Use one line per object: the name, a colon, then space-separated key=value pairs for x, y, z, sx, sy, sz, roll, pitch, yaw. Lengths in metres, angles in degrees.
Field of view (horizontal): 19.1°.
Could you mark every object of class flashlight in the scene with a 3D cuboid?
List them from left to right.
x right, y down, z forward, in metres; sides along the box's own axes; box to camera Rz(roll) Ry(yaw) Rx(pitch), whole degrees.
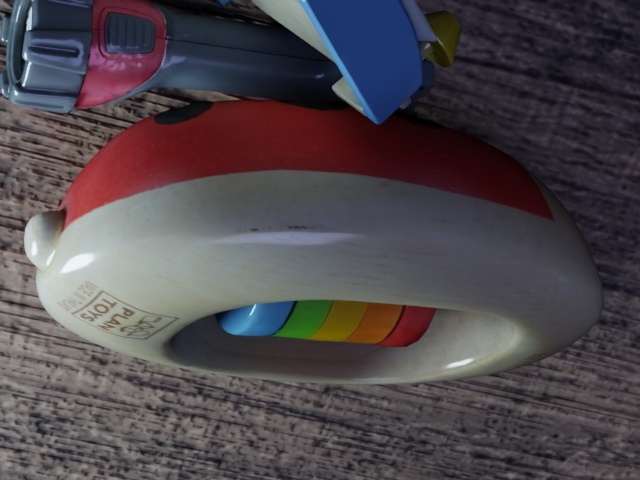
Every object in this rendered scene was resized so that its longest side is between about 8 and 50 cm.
flashlight: x=-0.079 y=-0.130 z=1.404 sx=0.304 sy=0.103 sz=0.103 roll=6 pitch=127 yaw=-23

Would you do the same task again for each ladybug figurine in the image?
ladybug figurine: x=0.000 y=0.000 z=1.401 sx=0.449 sy=0.162 sz=0.305 roll=8 pitch=158 yaw=-30

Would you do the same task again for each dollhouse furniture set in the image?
dollhouse furniture set: x=-0.021 y=-0.276 z=1.275 sx=0.198 sy=0.286 sz=0.303 roll=-44 pitch=139 yaw=-8
